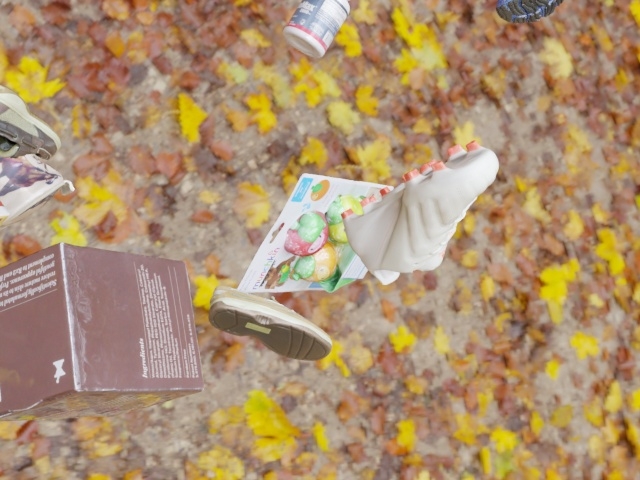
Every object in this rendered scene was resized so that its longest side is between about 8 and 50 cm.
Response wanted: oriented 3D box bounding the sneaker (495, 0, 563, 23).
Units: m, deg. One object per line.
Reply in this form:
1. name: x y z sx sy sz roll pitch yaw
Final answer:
1. sneaker: 0.385 -0.449 1.583 0.221 0.087 0.083 -36 144 -3

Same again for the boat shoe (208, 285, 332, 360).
1. boat shoe: -0.067 0.110 1.333 0.190 0.068 0.072 26 34 -21

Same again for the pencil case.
1. pencil case: -0.633 -0.197 1.655 0.183 0.160 0.410 -43 96 -24

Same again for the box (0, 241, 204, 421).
1. box: -0.271 0.113 1.092 0.203 0.168 0.167 13 62 -55

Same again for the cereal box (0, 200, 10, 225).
1. cereal box: -0.578 -0.109 1.338 0.240 0.047 0.173 50 22 12

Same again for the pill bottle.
1. pill bottle: 0.003 -0.516 2.114 0.108 0.108 0.180 34 82 -25

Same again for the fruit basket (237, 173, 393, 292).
1. fruit basket: 0.000 0.000 2.166 0.165 0.327 0.353 41 21 26

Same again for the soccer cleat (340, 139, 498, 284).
1. soccer cleat: 0.083 -0.017 0.718 0.068 0.196 0.076 -30 90 -28

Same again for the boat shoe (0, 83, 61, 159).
1. boat shoe: -0.419 -0.148 1.257 0.080 0.223 0.073 23 79 8
